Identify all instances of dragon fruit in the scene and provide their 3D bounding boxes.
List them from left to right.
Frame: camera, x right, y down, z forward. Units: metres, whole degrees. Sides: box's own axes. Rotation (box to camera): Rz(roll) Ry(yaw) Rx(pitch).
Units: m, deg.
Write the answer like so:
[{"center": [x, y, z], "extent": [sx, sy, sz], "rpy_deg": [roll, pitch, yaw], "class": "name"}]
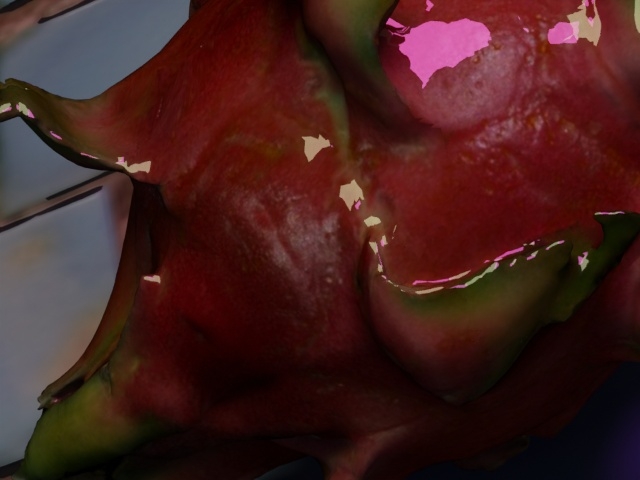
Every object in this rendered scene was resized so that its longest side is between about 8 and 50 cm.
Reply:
[{"center": [-0.002, -0.003, 0.434], "extent": [0.236, 0.137, 0.135], "rpy_deg": [-28, 5, 13], "class": "dragon fruit"}]
